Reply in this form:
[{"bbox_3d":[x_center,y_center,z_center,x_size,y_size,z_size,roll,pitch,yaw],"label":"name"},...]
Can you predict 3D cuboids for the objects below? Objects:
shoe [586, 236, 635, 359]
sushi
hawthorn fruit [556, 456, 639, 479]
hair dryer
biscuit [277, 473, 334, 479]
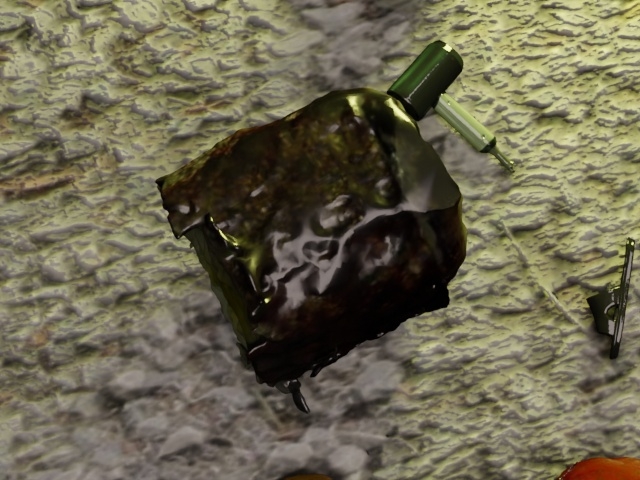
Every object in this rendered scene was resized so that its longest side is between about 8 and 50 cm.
[{"bbox_3d":[0.367,0.071,1.406,0.053,0.062,0.159,11,82,13],"label":"shoe"},{"bbox_3d":[-0.003,0.000,1.289,0.294,0.299,0.281,-30,56,-9],"label":"sushi"},{"bbox_3d":[0.364,0.347,1.289,0.185,0.202,0.185,0,89,-19],"label":"hawthorn fruit"},{"bbox_3d":[0.188,-0.162,1.442,0.198,0.057,0.100,44,83,-4],"label":"hair dryer"},{"bbox_3d":[-0.089,0.379,1.302,0.299,0.045,0.154,-46,46,3],"label":"biscuit"}]
